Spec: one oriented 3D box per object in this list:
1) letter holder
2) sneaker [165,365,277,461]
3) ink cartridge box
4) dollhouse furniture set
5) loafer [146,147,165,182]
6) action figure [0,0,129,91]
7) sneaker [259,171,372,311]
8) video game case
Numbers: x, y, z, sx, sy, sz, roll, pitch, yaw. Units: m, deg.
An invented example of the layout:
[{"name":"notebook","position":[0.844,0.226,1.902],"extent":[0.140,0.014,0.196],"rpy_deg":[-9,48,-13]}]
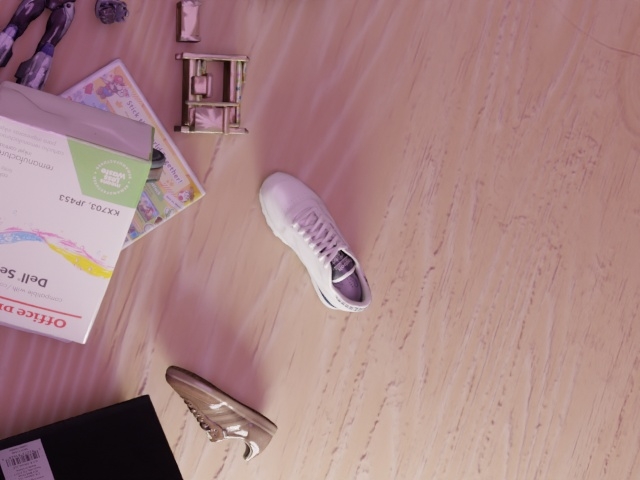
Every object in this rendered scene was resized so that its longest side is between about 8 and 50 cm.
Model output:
[{"name":"letter holder","position":[-0.363,0.354,1.722],"extent":[0.302,0.214,0.152],"rpy_deg":[-15,68,-27]},{"name":"sneaker","position":[-0.151,0.250,1.820],"extent":[0.188,0.066,0.071],"rpy_deg":[33,86,-16]},{"name":"ink cartridge box","position":[-0.364,-0.002,1.634],"extent":[0.207,0.119,0.353],"rpy_deg":[16,116,-15]},{"name":"dollhouse furniture set","position":[-0.134,-0.236,1.734],"extent":[0.101,0.161,0.181],"rpy_deg":[0,96,-17]},{"name":"loafer","position":[-0.345,-0.094,1.705],"extent":[0.268,0.096,0.084],"rpy_deg":[5,112,-10]},{"name":"action figure","position":[-0.355,-0.315,1.696],"extent":[0.185,0.099,0.285],"rpy_deg":[29,83,-12]},{"name":"sneaker","position":[0.000,0.000,1.831],"extent":[0.090,0.095,0.235],"rpy_deg":[-38,103,-9]},{"name":"video game case","position":[-0.304,-0.103,1.766],"extent":[0.206,0.026,0.227],"rpy_deg":[-34,102,-11]}]
